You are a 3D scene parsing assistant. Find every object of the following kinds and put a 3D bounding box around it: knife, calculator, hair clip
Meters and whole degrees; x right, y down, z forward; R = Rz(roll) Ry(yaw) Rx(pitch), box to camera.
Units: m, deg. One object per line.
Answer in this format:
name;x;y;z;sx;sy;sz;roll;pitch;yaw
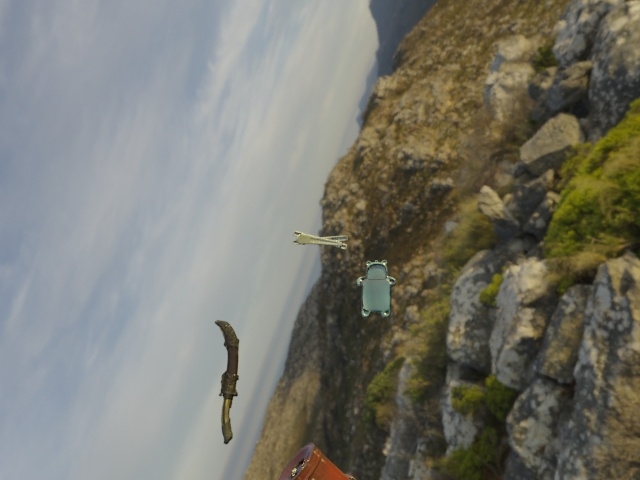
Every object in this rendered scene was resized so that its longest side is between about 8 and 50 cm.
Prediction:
knife;-0.165;0.255;1.038;0.021;0.045;0.222;46;-142;-78
calculator;0.133;0.114;1.352;0.019;0.094;0.141;64;-153;-69
hair clip;0.000;0.001;1.190;0.039;0.115;0.030;-108;22;-77

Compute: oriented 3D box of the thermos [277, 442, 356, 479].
thermos;0.041;0.461;0.969;0.099;0.232;0.124;-47;2;-12
